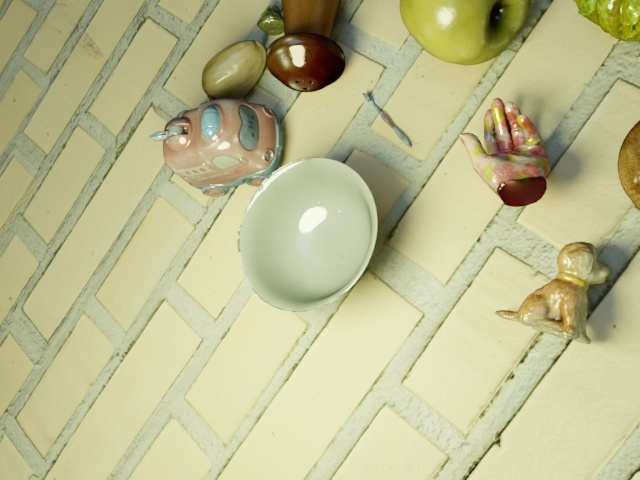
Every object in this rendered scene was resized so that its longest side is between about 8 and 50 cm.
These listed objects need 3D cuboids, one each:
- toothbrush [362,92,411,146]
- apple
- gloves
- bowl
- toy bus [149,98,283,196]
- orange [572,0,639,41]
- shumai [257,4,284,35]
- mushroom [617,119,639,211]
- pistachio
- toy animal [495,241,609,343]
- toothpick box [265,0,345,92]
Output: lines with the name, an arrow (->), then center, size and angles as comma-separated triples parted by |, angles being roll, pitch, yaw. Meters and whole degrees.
toothbrush -> 0.154, -0.281, 1.616 | 0.013, 0.019, 0.193 | -43, 62, 13
apple -> 0.302, -0.497, 1.462 | 0.262, 0.262, 0.263 | -8, 73, 28
gloves -> 0.377, -0.178, 1.408 | 0.145, 0.126, 0.241 | -30, 35, 25
bowl -> 0.000, 0.000, 1.546 | 0.345, 0.157, 0.346 | -8, 74, 28
toy bus -> -0.253, -0.243, 1.713 | 0.294, 0.231, 0.197 | -9, 72, 28
orange -> 0.619, -0.494, 1.289 | 0.301, 0.223, 0.300 | 15, 74, 35
shumai -> -0.123, -0.589, 1.829 | 0.083, 0.082, 0.081 | -1, 74, 5
mushroom -> 0.650, -0.135, 1.210 | 0.253, 0.153, 0.253 | -8, 68, 20
pistachio -> -0.223, -0.440, 1.818 | 0.206, 0.131, 0.129 | -37, 18, 12
toy animal -> 0.435, 0.082, 1.311 | 0.183, 0.104, 0.185 | 15, 89, 39
toothpick box -> -0.029, -0.507, 1.690 | 0.192, 0.192, 0.295 | -7, 67, 28
